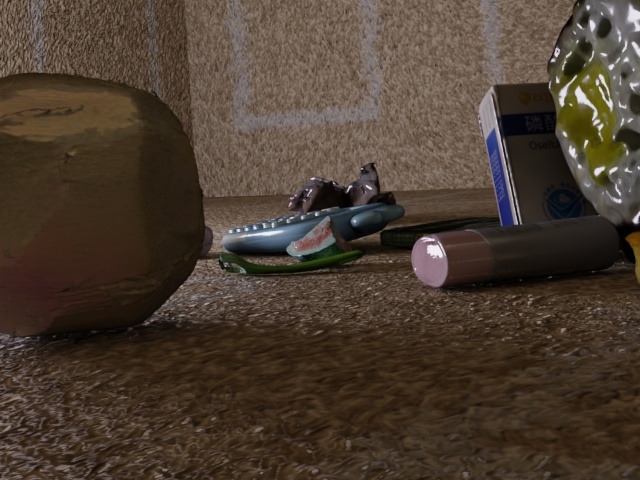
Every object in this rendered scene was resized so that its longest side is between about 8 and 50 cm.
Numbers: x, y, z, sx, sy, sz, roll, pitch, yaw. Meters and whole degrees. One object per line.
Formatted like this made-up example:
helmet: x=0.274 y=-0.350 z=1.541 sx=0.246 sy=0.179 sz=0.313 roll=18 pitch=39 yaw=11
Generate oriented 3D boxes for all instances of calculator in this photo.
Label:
calculator: x=-0.012 y=-0.018 z=1.490 sx=0.302 sy=0.042 sz=0.188 roll=-3 pitch=8 yaw=45

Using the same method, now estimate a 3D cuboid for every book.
book: x=0.243 y=-0.009 z=1.426 sx=0.202 sy=0.027 sz=0.264 roll=-9 pitch=7 yaw=-41

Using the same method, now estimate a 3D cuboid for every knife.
knife: x=-0.032 y=0.027 z=1.207 sx=0.166 sy=0.023 sz=0.078 roll=-3 pitch=-9 yaw=0

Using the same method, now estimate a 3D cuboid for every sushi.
sushi: x=0.420 y=-0.129 z=1.089 sx=0.294 sy=0.299 sz=0.281 roll=-2 pitch=-17 yaw=-13

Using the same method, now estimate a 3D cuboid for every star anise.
star anise: x=0.039 y=-0.080 z=1.957 sx=0.198 sy=0.111 sz=0.257 roll=-4 pitch=-2 yaw=-5

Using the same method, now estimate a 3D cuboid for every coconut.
coconut: x=-0.221 y=-0.028 z=0.858 sx=0.230 sy=0.227 sz=0.227 roll=-6 pitch=5 yaw=-21

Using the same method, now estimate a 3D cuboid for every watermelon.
watermelon: x=0.000 y=0.000 z=1.257 sx=0.085 sy=0.061 sz=0.085 roll=8 pitch=-7 yaw=1

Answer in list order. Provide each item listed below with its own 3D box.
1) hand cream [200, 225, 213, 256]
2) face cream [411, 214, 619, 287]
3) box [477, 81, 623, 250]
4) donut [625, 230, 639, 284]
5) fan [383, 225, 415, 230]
hand cream: x=-0.197 y=0.004 z=1.488 sx=0.084 sy=0.053 sz=0.142 roll=-7 pitch=-4 yaw=-35
face cream: x=0.194 y=0.012 z=1.038 sx=0.198 sy=0.057 sz=0.084 roll=-7 pitch=5 yaw=-19
box: x=0.373 y=-0.091 z=1.257 sx=0.343 sy=0.200 sz=0.065 roll=-5 pitch=-18 yaw=-11
donut: x=0.331 y=0.014 z=0.890 sx=0.140 sy=0.059 sz=0.140 roll=-4 pitch=5 yaw=0
fan: x=0.142 y=-0.020 z=1.779 sx=0.060 sy=0.003 sz=0.080 roll=-2 pitch=4 yaw=29
